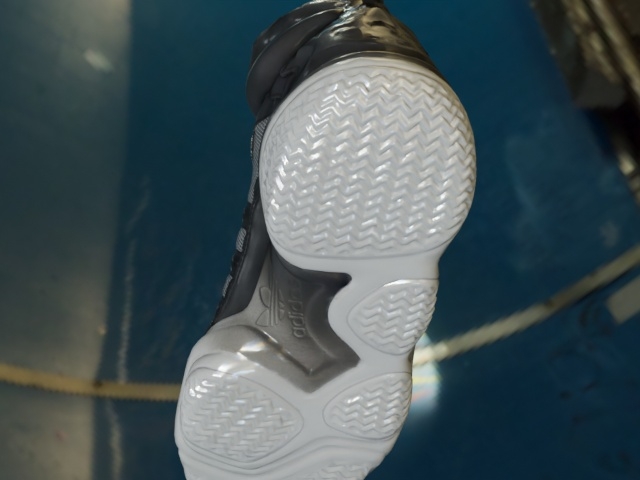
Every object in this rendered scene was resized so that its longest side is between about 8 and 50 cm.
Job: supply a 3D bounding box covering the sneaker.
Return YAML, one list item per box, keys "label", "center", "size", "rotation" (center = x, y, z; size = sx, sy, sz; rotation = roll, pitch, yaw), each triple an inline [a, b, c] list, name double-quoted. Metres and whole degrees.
- label: "sneaker"
  center: [0.000, 0.000, 0.671]
  size: [0.101, 0.268, 0.153]
  rotation: [12, -141, -10]
